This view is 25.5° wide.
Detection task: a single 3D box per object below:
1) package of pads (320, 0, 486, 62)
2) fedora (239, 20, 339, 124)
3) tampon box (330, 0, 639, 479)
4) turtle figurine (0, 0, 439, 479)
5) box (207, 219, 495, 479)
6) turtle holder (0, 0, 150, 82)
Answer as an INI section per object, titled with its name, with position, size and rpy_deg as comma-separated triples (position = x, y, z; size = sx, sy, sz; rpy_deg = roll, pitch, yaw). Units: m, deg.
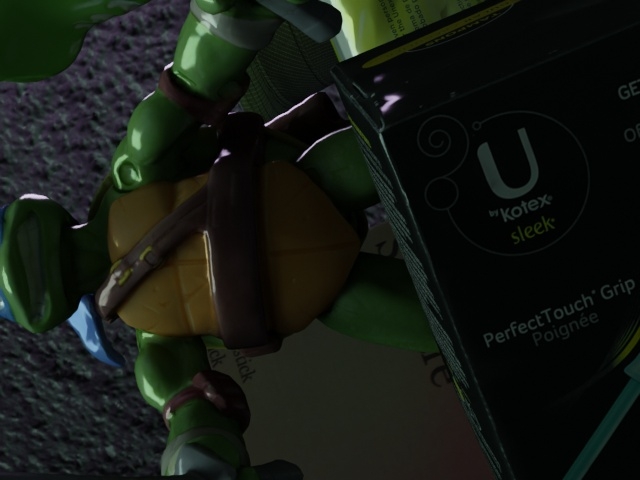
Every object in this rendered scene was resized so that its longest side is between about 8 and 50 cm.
[package of pads]
position = 0.037, -0.165, 0.775
size = 0.229, 0.101, 0.297
rpy_deg = -76, -37, -86
[fedora]
position = 0.000, -0.206, 0.982
size = 0.244, 0.124, 0.276
rpy_deg = 59, -159, -55
[tampon box]
position = 0.090, 0.008, 0.394
size = 0.101, 0.120, 0.161
rpy_deg = -112, -1, -73
[turtle figurine]
position = 0.000, 0.000, 0.493
size = 0.275, 0.266, 0.198
rpy_deg = 94, 170, -61
[box]
position = 0.062, 0.076, 0.649
size = 0.127, 0.232, 0.149
rpy_deg = 67, -179, -55
[turtle holder]
position = -0.112, -0.246, 0.578
size = 0.243, 0.227, 0.320
rpy_deg = -59, -44, -63
